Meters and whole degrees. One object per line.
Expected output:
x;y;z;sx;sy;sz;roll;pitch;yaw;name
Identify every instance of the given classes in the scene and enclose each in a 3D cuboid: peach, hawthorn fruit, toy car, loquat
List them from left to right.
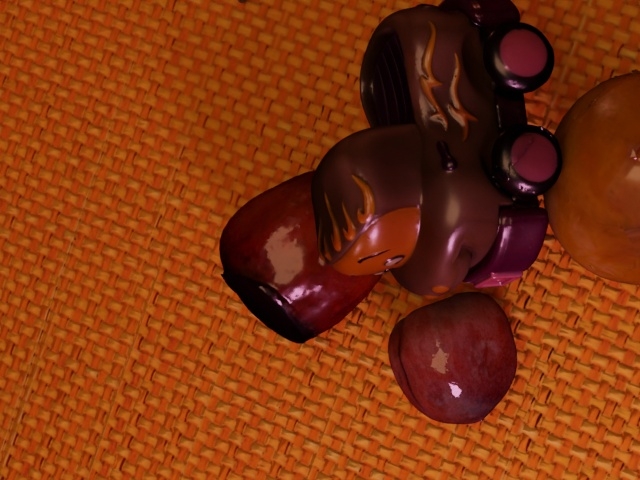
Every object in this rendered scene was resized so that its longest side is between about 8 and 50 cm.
0.000;0.000;1.960;0.251;0.189;0.189;-39;77;10;hawthorn fruit
0.109;-0.105;1.831;0.240;0.271;0.340;-2;77;-16;toy car
0.155;0.144;1.931;0.152;0.152;0.152;0;90;21;peach
0.353;-0.068;1.803;0.235;0.235;0.235;0;90;21;loquat

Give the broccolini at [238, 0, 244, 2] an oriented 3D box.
-0.010;-0.363;2.046;0.239;0.051;0.054;-32;85;24;broccolini
